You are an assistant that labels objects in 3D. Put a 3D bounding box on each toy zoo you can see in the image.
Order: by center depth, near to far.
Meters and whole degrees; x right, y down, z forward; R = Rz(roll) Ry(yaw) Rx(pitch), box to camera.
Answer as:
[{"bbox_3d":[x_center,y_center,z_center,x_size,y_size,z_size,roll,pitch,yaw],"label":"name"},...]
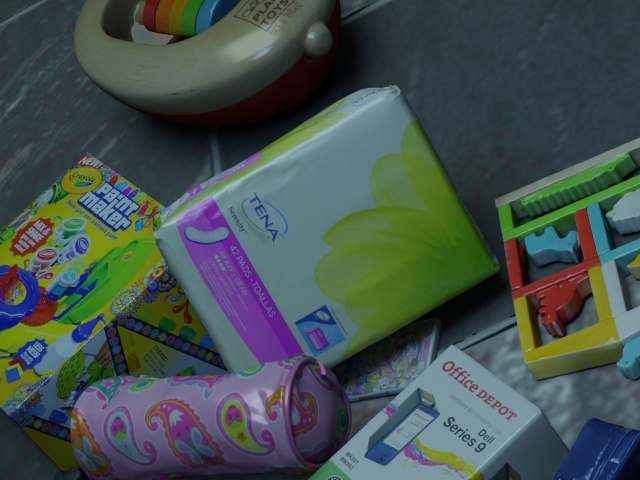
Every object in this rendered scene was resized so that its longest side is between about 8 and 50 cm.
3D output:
[{"bbox_3d":[0.280,0.025,1.794,0.192,0.030,0.293,-23,38,17],"label":"toy zoo"}]

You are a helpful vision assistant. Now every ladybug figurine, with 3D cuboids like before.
[{"bbox_3d":[-0.131,-0.262,2.324,0.305,0.162,0.449,-49,38,-17],"label":"ladybug figurine"}]

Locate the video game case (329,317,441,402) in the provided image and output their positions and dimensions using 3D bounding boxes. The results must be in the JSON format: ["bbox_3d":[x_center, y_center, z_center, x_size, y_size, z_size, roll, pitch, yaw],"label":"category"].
[{"bbox_3d":[0.063,0.126,1.874,0.122,0.011,0.087,-14,43,28],"label":"video game case"}]

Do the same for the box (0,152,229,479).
[{"bbox_3d":[-0.254,0.093,2.027,0.279,0.177,0.290,-44,37,-11],"label":"box"}]

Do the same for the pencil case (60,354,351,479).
[{"bbox_3d":[-0.113,0.177,1.780,0.284,0.124,0.124,-8,45,34],"label":"pencil case"}]

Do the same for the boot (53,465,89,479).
[{"bbox_3d":[-0.403,0.422,1.738,0.445,0.146,0.367,-20,39,2],"label":"boot"}]

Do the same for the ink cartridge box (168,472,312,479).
[{"bbox_3d":[-0.082,0.279,1.797,0.189,0.066,0.232,-19,48,22],"label":"ink cartridge box"}]

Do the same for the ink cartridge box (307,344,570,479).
[{"bbox_3d":[0.106,0.220,1.672,0.212,0.093,0.154,-41,36,-9],"label":"ink cartridge box"}]

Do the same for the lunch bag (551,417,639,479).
[{"bbox_3d":[0.252,0.210,1.585,0.065,0.067,0.098,9,57,44],"label":"lunch bag"}]

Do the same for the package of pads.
[{"bbox_3d":[0.000,0.000,1.851,0.296,0.229,0.101,-30,9,-2],"label":"package of pads"}]
